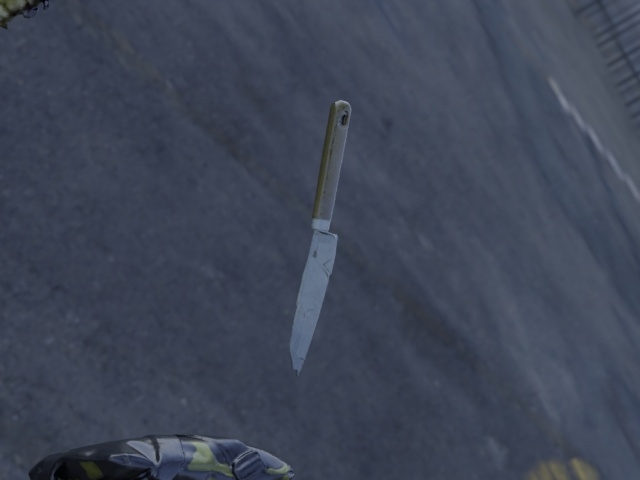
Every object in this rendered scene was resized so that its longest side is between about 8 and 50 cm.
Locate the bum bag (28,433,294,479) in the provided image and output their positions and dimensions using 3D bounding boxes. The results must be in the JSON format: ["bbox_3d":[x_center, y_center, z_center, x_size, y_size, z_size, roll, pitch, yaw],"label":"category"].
[{"bbox_3d":[-0.115,0.188,1.132,0.232,0.106,0.060,6,79,-38],"label":"bum bag"}]

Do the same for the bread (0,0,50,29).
[{"bbox_3d":[-0.265,-0.194,0.921,0.134,0.260,0.129,51,29,-26],"label":"bread"}]

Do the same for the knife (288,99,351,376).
[{"bbox_3d":[0.002,0.000,1.469,0.047,0.017,0.298,5,96,-54],"label":"knife"}]
